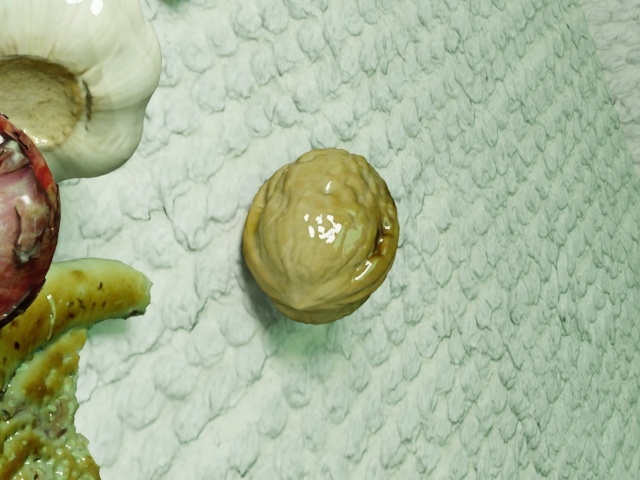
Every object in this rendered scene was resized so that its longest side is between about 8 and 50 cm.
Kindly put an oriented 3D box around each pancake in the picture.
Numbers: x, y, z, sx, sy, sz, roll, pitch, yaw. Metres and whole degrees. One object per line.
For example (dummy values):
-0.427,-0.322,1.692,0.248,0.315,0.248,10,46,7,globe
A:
-0.212,0.140,0.832,0.197,0.054,0.377,55,38,-32,pancake

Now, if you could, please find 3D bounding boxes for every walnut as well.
0.000,0.000,1.149,0.155,0.155,0.184,54,32,-33,walnut

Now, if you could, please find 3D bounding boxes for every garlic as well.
-0.226,-0.149,0.852,0.199,0.199,0.226,46,10,-41,garlic

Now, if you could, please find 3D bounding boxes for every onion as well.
-0.259,-0.019,0.737,0.184,0.184,0.147,55,-7,-31,onion
